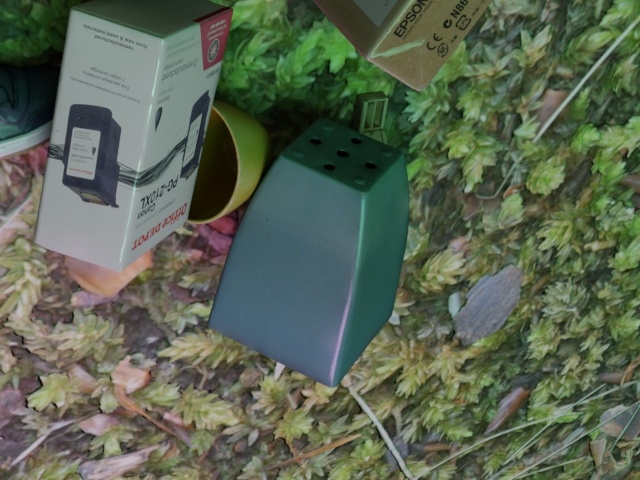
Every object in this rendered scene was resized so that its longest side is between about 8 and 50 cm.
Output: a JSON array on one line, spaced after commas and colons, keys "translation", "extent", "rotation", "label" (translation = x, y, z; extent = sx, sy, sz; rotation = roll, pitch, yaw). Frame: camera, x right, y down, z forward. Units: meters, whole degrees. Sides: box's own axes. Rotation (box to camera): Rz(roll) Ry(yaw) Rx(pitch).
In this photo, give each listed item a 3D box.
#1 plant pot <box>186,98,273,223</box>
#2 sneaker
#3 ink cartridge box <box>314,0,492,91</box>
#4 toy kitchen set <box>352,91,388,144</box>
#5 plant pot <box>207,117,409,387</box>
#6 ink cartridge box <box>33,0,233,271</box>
[{"translation": [-0.105, -0.091, 1.369], "extent": [0.095, 0.134, 0.134], "rotation": [-15, 135, -50], "label": "plant pot"}, {"translation": [-0.361, -0.149, 1.187], "extent": [0.282, 0.099, 0.153], "rotation": [-16, 133, -15], "label": "sneaker"}, {"translation": [0.102, -0.295, 1.262], "extent": [0.088, 0.193, 0.235], "rotation": [24, 111, -38], "label": "ink cartridge box"}, {"translation": [0.053, -0.113, 1.457], "extent": [0.068, 0.083, 0.075], "rotation": [-9, 129, -24], "label": "toy kitchen set"}, {"translation": [0.000, 0.000, 1.410], "extent": [0.166, 0.165, 0.234], "rotation": [-47, 157, -49], "label": "plant pot"}, {"translation": [-0.179, -0.112, 1.239], "extent": [0.100, 0.172, 0.237], "rotation": [20, 114, 11], "label": "ink cartridge box"}]
